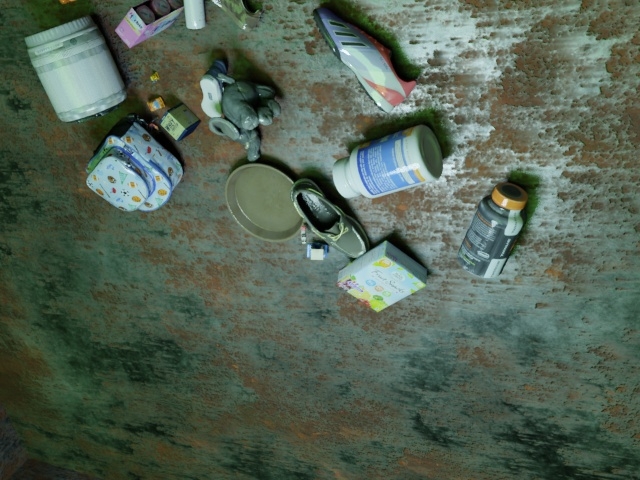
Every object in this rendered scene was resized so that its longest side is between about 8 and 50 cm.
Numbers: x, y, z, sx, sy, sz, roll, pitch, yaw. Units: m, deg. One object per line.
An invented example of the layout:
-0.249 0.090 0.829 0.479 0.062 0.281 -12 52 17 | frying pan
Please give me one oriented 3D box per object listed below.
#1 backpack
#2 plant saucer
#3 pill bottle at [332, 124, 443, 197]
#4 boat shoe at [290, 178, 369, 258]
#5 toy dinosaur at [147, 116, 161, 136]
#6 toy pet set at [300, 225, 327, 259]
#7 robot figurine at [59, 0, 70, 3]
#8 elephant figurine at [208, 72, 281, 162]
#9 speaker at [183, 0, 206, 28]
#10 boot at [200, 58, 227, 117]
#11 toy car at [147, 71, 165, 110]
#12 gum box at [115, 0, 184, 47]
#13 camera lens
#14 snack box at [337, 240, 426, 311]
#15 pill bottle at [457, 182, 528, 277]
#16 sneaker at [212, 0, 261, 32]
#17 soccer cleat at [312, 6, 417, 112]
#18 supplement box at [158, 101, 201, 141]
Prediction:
-0.574 -0.217 2.150 0.263 0.213 0.276 33 142 -23 | backpack
-0.164 -0.119 2.119 0.278 0.041 0.278 13 127 18 | plant saucer
0.173 -0.199 1.831 0.272 0.152 0.152 -14 113 33 | pill bottle
0.028 -0.050 2.015 0.109 0.091 0.305 -41 105 15 | boat shoe
-0.531 -0.344 2.149 0.047 0.090 0.082 56 172 -2 | toy dinosaur
0.000 0.000 2.116 0.122 0.065 0.114 1 109 -1 | toy pet set
-0.734 -0.784 1.933 0.128 0.158 0.219 -23 113 -5 | robot figurine
-0.231 -0.340 1.957 0.239 0.169 0.186 -34 72 54 | elephant figurine
-0.343 -0.647 1.867 0.055 0.055 0.136 13 125 20 | speaker
-0.297 -0.433 1.981 0.069 0.086 0.190 23 156 2 | boot
-0.514 -0.447 2.093 0.060 0.040 0.122 7 123 23 | toy car
-0.453 -0.607 1.869 0.062 0.188 0.107 50 136 -10 | gum box
-0.720 -0.502 2.046 0.219 0.219 0.274 -5 118 29 | camera lens
0.182 0.109 2.045 0.174 0.070 0.207 34 132 -24 | snack box
0.458 -0.030 1.807 0.130 0.130 0.245 24 128 12 | pill bottle
-0.236 -0.641 1.824 0.188 0.066 0.071 43 111 -9 | sneaker
0.108 -0.473 1.733 0.116 0.108 0.318 -38 97 18 | soccer cleat
-0.423 -0.357 2.076 0.083 0.083 0.056 45 128 -4 | supplement box
